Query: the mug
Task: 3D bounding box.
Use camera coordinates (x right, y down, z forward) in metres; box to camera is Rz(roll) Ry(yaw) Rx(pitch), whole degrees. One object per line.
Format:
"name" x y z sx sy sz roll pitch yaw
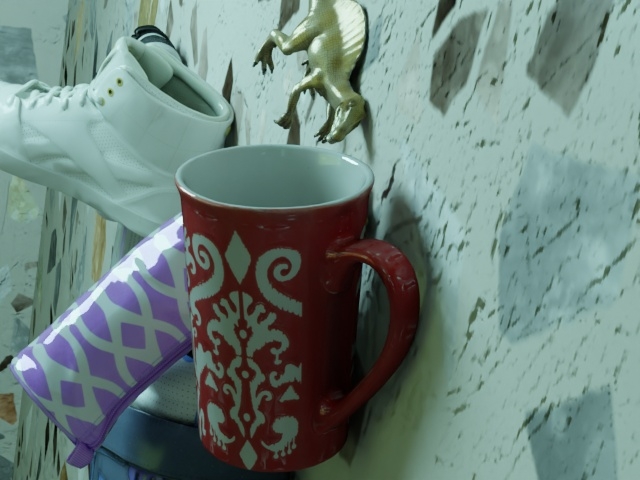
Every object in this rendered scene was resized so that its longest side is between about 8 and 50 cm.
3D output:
"mug" -0.022 0.047 0.744 0.150 0.113 0.169 -132 40 -60

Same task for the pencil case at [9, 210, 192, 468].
"pencil case" -0.101 0.048 0.840 0.088 0.206 0.086 48 179 23

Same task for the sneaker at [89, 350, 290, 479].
"sneaker" -0.076 0.190 0.864 0.236 0.130 0.323 -69 28 27

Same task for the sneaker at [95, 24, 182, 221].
"sneaker" -0.205 -0.136 1.468 0.121 0.079 0.217 -111 39 -61

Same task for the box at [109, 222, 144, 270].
"box" -0.176 -0.012 1.345 0.063 0.067 0.324 -109 28 -54

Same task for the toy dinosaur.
"toy dinosaur" 0.001 -0.133 0.859 0.092 0.053 0.183 -38 55 47

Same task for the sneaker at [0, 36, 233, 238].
"sneaker" -0.216 -0.129 1.199 0.108 0.292 0.169 -57 -10 -57
